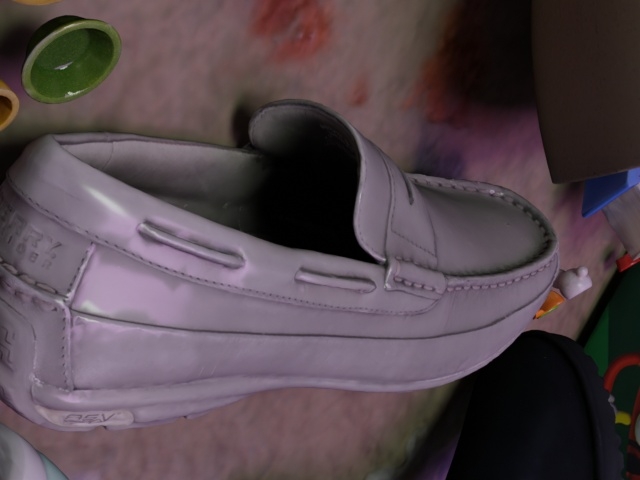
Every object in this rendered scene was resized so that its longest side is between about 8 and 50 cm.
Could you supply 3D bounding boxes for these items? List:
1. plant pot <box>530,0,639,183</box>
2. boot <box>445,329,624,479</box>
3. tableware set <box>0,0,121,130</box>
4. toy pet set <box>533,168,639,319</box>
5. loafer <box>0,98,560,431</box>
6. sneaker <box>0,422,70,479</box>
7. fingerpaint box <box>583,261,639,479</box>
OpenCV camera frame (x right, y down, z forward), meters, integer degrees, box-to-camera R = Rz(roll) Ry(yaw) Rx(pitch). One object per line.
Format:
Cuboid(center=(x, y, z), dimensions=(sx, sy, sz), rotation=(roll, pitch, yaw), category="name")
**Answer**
Cuboid(center=(0.215, -0.157, 0.691), dimensions=(0.284, 0.284, 0.191), rotation=(-20, 94, -43), category="plant pot")
Cuboid(center=(0.053, 0.146, 0.795), dimensions=(0.207, 0.094, 0.247), rotation=(14, 62, -28), category="boot")
Cuboid(center=(-0.102, -0.086, 0.466), dimensions=(0.104, 0.024, 0.154), rotation=(-23, 149, -23), category="tableware set")
Cuboid(center=(0.157, -0.012, 0.881), dimensions=(0.122, 0.065, 0.114), rotation=(-25, 171, -36), category="toy pet set")
Cuboid(center=(0.000, 0.000, 0.632), dimensions=(0.319, 0.112, 0.111), rotation=(-8, 128, -48), category="loafer")
Cuboid(center=(-0.158, 0.209, 0.590), dimensions=(0.256, 0.094, 0.151), rotation=(-53, 138, -15), category="sneaker")
Cuboid(center=(0.304, 0.193, 1.100), dimensions=(0.445, 0.163, 0.371), rotation=(28, 91, -55), category="fingerpaint box")
